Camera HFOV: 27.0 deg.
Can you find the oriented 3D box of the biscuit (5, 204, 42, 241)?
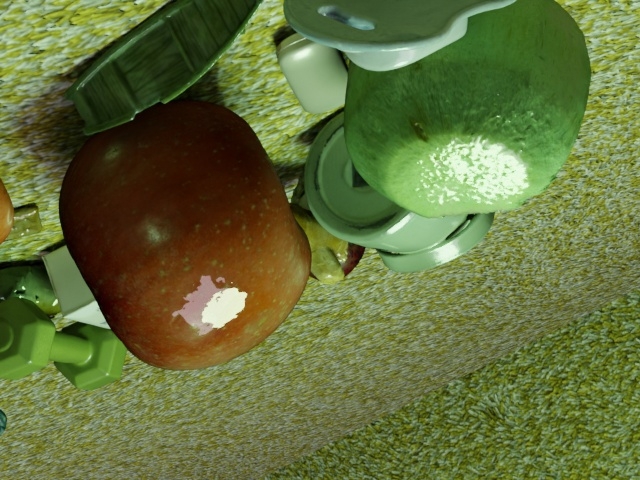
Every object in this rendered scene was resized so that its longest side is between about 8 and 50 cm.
[{"bbox_3d":[-0.440,-0.022,1.906,0.083,0.018,0.081,-15,160,-14],"label":"biscuit"}]

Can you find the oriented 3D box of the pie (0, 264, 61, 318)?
[{"bbox_3d":[-0.545,0.142,2.164,0.296,0.078,0.371,-10,159,-22],"label":"pie"}]

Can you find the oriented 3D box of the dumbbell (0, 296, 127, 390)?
[{"bbox_3d":[-0.410,0.163,2.060,0.108,0.121,0.302,-52,157,5],"label":"dumbbell"}]

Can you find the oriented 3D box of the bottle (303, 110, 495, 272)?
[{"bbox_3d":[0.143,-0.065,2.039,0.229,0.229,0.352,-27,159,21],"label":"bottle"}]

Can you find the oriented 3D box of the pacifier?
[{"bbox_3d":[0.084,-0.312,1.441,0.287,0.238,0.225,-27,135,-35],"label":"pacifier"}]

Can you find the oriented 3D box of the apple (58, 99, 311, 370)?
[{"bbox_3d":[-0.173,-0.008,1.718,0.277,0.348,0.348,-29,161,-3],"label":"apple"}]

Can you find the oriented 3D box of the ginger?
[{"bbox_3d":[-0.074,-0.041,1.969,0.299,0.118,0.065,32,129,-27],"label":"ginger"}]

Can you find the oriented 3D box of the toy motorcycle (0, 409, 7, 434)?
[{"bbox_3d":[-0.729,0.343,2.363,0.319,0.182,0.241,-32,157,35],"label":"toy motorcycle"}]

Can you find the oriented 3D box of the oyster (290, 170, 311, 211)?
[{"bbox_3d":[-0.041,-0.015,2.079,0.200,0.061,0.106,-48,120,-4],"label":"oyster"}]

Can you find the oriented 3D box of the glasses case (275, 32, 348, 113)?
[{"bbox_3d":[-0.004,-0.219,1.739,0.081,0.051,0.204,-20,161,4],"label":"glasses case"}]

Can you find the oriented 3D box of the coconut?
[{"bbox_3d":[0.178,-0.188,1.664,0.328,0.328,0.281,-32,123,32],"label":"coconut"}]

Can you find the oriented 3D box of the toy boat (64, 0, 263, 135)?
[{"bbox_3d":[-0.171,-0.216,1.535,0.293,0.093,0.055,-30,176,29],"label":"toy boat"}]

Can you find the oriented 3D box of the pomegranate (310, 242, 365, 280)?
[{"bbox_3d":[0.006,0.001,2.244,0.129,0.129,0.159,-26,151,19],"label":"pomegranate"}]

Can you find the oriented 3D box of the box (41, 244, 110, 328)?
[{"bbox_3d":[-0.255,0.033,2.079,0.274,0.116,0.203,-26,161,16],"label":"box"}]

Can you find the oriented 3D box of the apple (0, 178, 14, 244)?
[{"bbox_3d":[-0.454,-0.047,1.619,0.139,0.163,0.163,-26,163,-17],"label":"apple"}]
